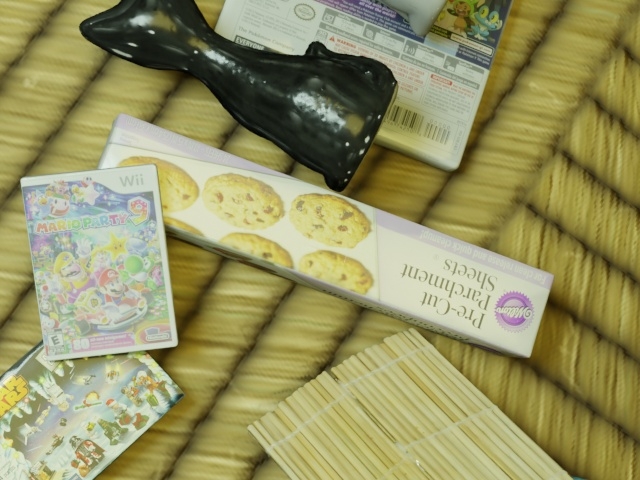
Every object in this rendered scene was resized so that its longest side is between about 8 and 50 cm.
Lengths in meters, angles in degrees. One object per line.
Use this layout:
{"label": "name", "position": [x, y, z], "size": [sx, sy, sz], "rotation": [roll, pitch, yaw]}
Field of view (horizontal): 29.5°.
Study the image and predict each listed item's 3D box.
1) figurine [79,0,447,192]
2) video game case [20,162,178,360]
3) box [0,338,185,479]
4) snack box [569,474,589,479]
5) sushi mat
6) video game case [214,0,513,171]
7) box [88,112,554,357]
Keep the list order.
{"label": "figurine", "position": [-0.025, -0.175, 0.833], "size": [0.209, 0.092, 0.214], "rotation": [29, 78, -2]}
{"label": "video game case", "position": [-0.143, 0.015, 0.791], "size": [0.087, 0.011, 0.122], "rotation": [-6, 100, -3]}
{"label": "box", "position": [-0.172, 0.116, 0.815], "size": [0.137, 0.027, 0.094], "rotation": [-43, 91, -13]}
{"label": "snack box", "position": [0.084, 0.319, 0.823], "size": [0.187, 0.060, 0.321], "rotation": [4, 82, -10]}
{"label": "sushi mat", "position": [0.101, 0.182, 0.759], "size": [0.151, 0.019, 0.316], "rotation": [-28, 51, -25]}
{"label": "video game case", "position": [0.035, -0.169, 0.896], "size": [0.201, 0.023, 0.183], "rotation": [20, 80, -7]}
{"label": "box", "position": [0.000, 0.000, 0.845], "size": [0.324, 0.063, 0.067], "rotation": [21, 82, -8]}
